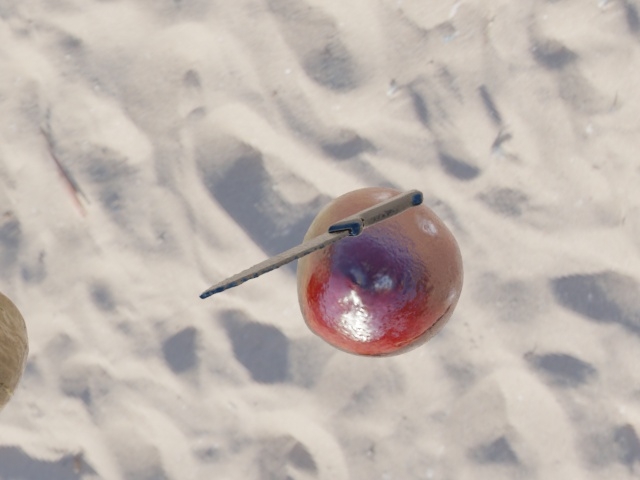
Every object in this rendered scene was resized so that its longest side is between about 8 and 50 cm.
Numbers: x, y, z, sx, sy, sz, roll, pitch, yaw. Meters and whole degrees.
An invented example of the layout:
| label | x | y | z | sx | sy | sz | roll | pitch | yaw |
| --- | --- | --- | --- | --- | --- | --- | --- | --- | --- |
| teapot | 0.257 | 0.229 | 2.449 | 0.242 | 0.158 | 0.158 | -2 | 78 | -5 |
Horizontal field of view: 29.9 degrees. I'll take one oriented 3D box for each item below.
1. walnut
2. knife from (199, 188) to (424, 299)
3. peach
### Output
| label | x | y | z | sx | sy | sz | roll | pitch | yaw |
| --- | --- | --- | --- | --- | --- | --- | --- | --- | --- |
| walnut | -0.500 | 0.146 | 1.572 | 0.228 | 0.228 | 0.228 | 9 | 115 | 19 |
| knife | 0.000 | 0.000 | 0.664 | 0.023 | 0.170 | 0.010 | -3 | 108 | 51 |
| peach | 0.061 | 0.035 | 1.260 | 0.197 | 0.197 | 0.197 | 9 | 115 | 19 |
